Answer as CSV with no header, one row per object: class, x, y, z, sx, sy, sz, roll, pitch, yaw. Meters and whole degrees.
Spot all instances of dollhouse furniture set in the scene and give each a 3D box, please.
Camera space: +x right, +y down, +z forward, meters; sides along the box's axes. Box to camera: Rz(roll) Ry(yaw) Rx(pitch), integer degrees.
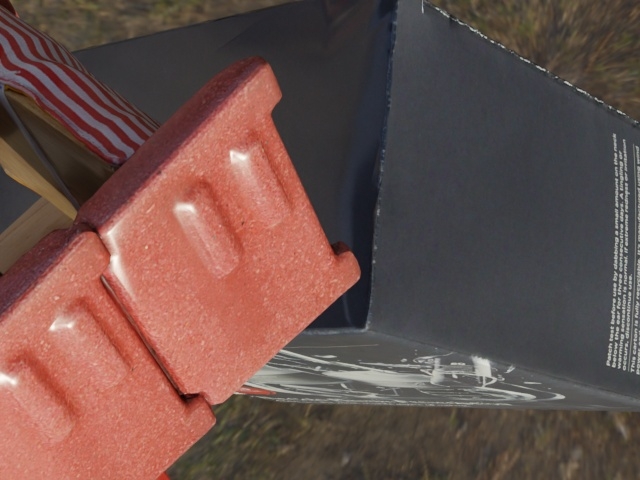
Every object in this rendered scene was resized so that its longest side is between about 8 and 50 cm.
dollhouse furniture set,-0.087,0.057,0.589,0.152,0.374,0.201,-44,55,-16

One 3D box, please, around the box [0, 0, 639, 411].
box,0.000,0.000,0.863,0.343,0.313,0.178,-5,74,41
